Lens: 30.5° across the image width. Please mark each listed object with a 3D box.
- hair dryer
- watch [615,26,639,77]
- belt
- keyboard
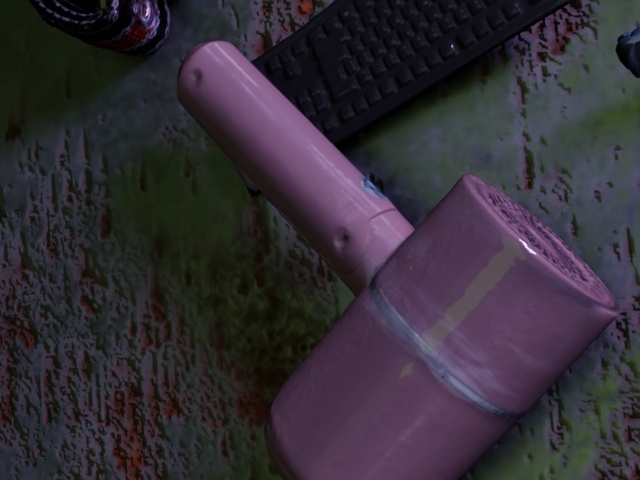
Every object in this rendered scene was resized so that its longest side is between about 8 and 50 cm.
[{"bbox_3d":[0.000,0.000,0.779,0.210,0.125,0.352,-50,64,16],"label":"hair dryer"},{"bbox_3d":[0.320,-0.225,0.661,0.274,0.068,0.276,7,89,23],"label":"watch"},{"bbox_3d":[-0.261,-0.249,0.945,0.359,0.094,0.126,21,96,27],"label":"belt"},{"bbox_3d":[0.082,-0.155,0.793,0.381,0.041,0.103,-28,75,21],"label":"keyboard"}]
